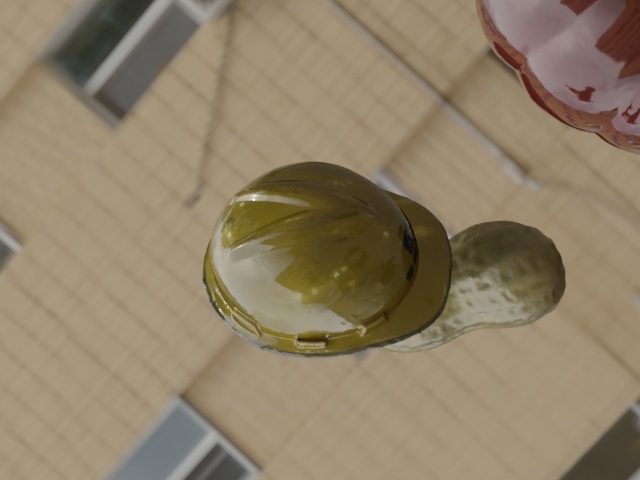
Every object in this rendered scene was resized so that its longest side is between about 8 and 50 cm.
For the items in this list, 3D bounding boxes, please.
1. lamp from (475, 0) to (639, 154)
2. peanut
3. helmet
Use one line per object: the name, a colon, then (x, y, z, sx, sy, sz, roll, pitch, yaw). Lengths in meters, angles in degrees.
lamp: (0.258, -0.209, 1.332, 0.303, 0.303, 0.257, 42, 169, -1)
peanut: (0.142, 0.051, 1.976, 0.123, 0.256, 0.124, 42, -141, -47)
helmet: (0.000, 0.000, 1.839, 0.140, 0.257, 0.205, 76, -165, -63)
